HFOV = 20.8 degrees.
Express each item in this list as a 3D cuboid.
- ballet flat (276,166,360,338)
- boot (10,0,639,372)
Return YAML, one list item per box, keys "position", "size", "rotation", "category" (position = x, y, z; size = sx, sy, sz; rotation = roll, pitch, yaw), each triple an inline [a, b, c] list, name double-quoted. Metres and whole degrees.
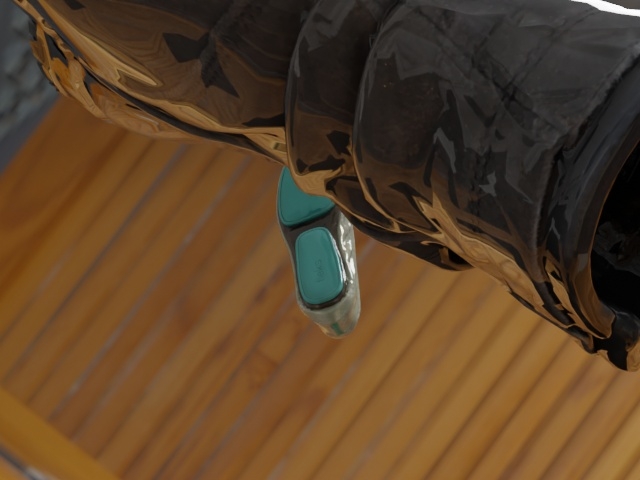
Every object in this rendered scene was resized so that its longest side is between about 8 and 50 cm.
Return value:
- position: [0.000, 0.000, 1.272]
  size: [0.052, 0.057, 0.168]
  rotation: [60, -159, -47]
  category: "ballet flat"
- position: [0.022, -0.038, 0.513]
  size: [0.118, 0.223, 0.338]
  rotation: [-57, -13, 6]
  category: "boot"
